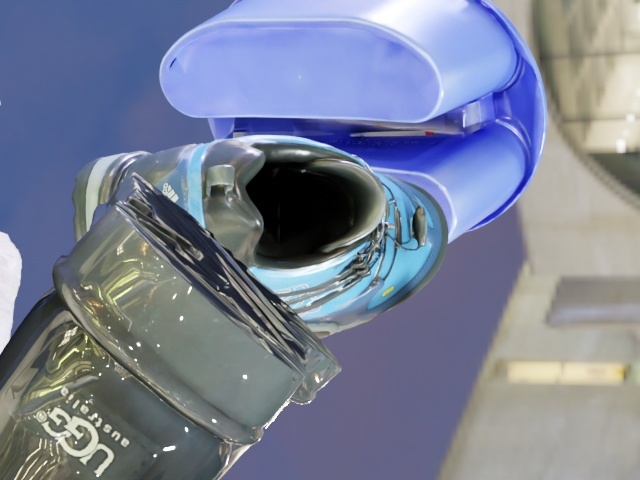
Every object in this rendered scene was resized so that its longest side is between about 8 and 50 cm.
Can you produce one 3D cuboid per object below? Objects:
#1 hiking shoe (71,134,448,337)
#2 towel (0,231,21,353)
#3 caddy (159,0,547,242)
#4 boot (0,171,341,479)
[{"bbox_3d":[0.000,0.000,0.965,0.304,0.132,0.113,0,-97,-51],"label":"hiking shoe"},{"bbox_3d":[-0.222,0.026,0.673,0.282,0.187,0.049,-108,40,-71],"label":"towel"},{"bbox_3d":[0.026,-0.110,1.427,0.179,0.341,0.241,-35,-56,-55],"label":"caddy"},{"bbox_3d":[-0.096,0.083,0.487,0.094,0.207,0.246,44,-178,-1],"label":"boot"}]
